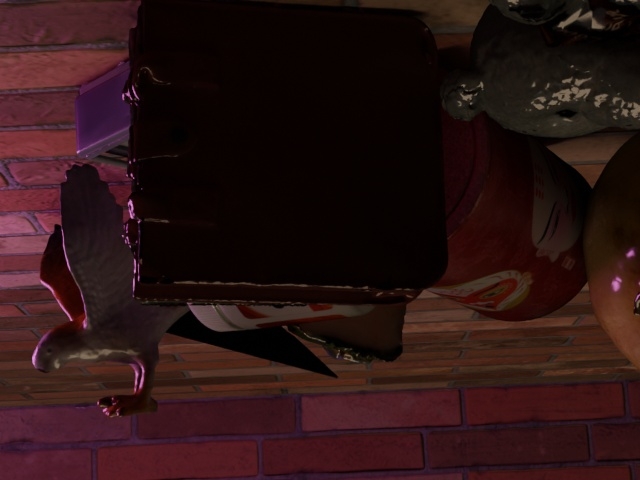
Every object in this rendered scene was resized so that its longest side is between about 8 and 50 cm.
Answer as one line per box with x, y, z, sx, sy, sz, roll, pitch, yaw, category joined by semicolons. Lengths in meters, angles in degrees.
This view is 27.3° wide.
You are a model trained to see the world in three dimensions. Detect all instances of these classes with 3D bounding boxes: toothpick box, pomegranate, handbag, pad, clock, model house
0.147;-0.039;1.369;0.204;0.204;0.333;-11;163;27;toothpick box
0.433;0.007;1.342;0.333;0.332;0.332;-2;165;-1;pomegranate
-0.031;-0.070;1.124;0.276;0.260;0.084;4;166;-16;handbag
-0.157;0.094;1.829;0.248;0.007;0.368;40;-168;38;pad
-0.127;-0.115;1.290;0.193;0.073;0.145;11;159;-41;clock
0.016;0.095;1.932;0.183;0.166;0.172;15;163;-17;model house

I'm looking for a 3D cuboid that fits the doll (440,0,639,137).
0.230;-0.171;0.986;0.246;0.158;0.340;-8;166;-27;doll

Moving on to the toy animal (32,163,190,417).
-0.198;0.078;1.590;0.284;0.302;0.225;8;159;-17;toy animal

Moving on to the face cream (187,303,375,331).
-0.041;-0.006;1.458;0.187;0.201;0.201;-8;164;22;face cream
